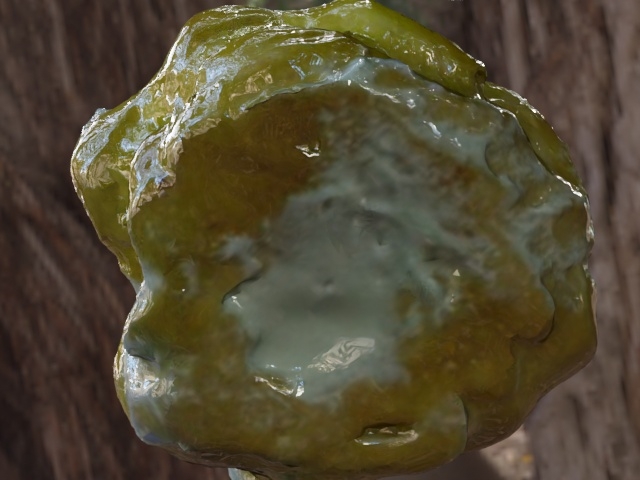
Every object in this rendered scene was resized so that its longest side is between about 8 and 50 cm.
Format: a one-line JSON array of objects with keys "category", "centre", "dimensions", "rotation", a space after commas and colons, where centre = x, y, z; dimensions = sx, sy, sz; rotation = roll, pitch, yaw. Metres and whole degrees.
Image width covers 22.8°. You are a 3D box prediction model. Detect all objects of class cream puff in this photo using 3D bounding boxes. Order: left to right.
[{"category": "cream puff", "centre": [0.000, 0.000, 1.129], "dimensions": [0.378, 0.378, 0.275], "rotation": [-10, 18, 7]}]
